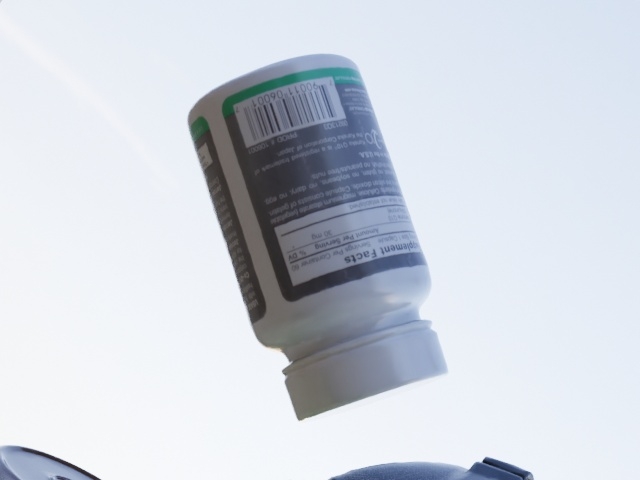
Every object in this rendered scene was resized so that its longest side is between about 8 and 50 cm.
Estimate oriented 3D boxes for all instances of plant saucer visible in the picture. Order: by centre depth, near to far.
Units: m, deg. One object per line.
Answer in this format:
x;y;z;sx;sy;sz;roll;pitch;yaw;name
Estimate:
-0.218;0.222;1.156;0.198;0.036;0.198;28;0;0;plant saucer

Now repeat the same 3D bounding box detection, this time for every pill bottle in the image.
0.000;0.000;1.477;0.204;0.204;0.361;-39;-113;66;pill bottle

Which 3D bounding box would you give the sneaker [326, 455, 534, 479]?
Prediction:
0.010;0.143;0.445;0.121;0.217;0.079;23;-58;37;sneaker
